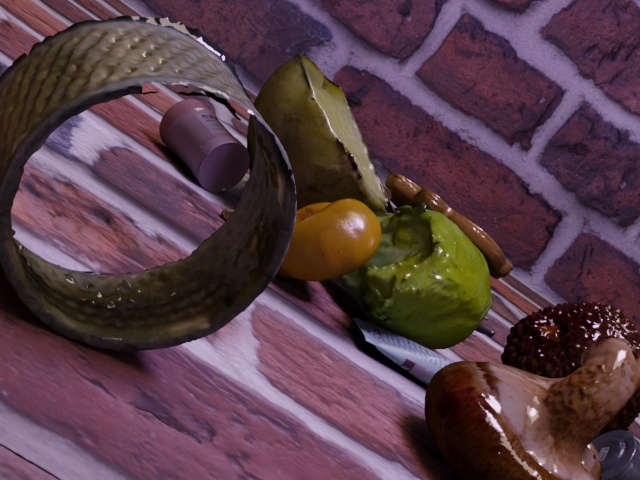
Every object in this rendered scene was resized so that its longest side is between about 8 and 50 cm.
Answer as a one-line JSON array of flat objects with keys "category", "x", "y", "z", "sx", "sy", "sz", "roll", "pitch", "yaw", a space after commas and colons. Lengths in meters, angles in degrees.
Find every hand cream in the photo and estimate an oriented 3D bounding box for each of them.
[{"category": "hand cream", "x": 0.193, "y": 0.201, "z": 1.563, "sx": 0.331, "sy": 0.058, "sz": 0.085, "roll": 33, "pitch": 13, "yaw": -19}]

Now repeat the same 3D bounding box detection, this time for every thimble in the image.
[{"category": "thimble", "x": -0.161, "y": -0.050, "z": 0.932, "sx": 0.271, "sy": 0.271, "sz": 0.150, "roll": 30, "pitch": 15, "yaw": -34}]

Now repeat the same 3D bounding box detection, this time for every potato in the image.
[{"category": "potato", "x": -0.044, "y": -0.148, "z": 1.781, "sx": 0.280, "sy": 0.213, "sz": 0.330, "roll": 47, "pitch": 19, "yaw": -55}]

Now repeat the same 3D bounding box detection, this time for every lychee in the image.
[{"category": "lychee", "x": 0.435, "y": 0.235, "z": 1.772, "sx": 0.271, "sy": 0.271, "sz": 0.271, "roll": 35, "pitch": 10, "yaw": -8}]

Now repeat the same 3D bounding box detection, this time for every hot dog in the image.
[{"category": "hot dog", "x": -0.112, "y": -0.025, "z": 1.628, "sx": 0.090, "sy": 0.034, "sz": 0.030, "roll": 38, "pitch": 10, "yaw": 14}]

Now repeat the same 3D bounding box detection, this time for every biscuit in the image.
[{"category": "biscuit", "x": 0.212, "y": -0.025, "z": 1.734, "sx": 0.249, "sy": 0.035, "sz": 0.184, "roll": 37, "pitch": -8, "yaw": 23}]

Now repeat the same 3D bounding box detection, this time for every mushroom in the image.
[{"category": "mushroom", "x": 0.247, "y": 0.230, "z": 1.282, "sx": 0.267, "sy": 0.254, "sz": 0.267, "roll": 10, "pitch": 6, "yaw": -1}]

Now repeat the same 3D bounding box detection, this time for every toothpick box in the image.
[{"category": "toothpick box", "x": -0.195, "y": -0.159, "z": 1.764, "sx": 0.098, "sy": 0.098, "sz": 0.149, "roll": 25, "pitch": 16, "yaw": -47}]

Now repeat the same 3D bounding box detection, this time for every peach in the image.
[{"category": "peach", "x": 0.000, "y": 0.000, "z": 1.548, "sx": 0.179, "sy": 0.179, "sz": 0.103, "roll": -67, "pitch": 142, "yaw": -79}]

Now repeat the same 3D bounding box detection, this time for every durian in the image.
[{"category": "durian", "x": 0.158, "y": 0.060, "z": 1.672, "sx": 0.340, "sy": 0.204, "sz": 0.256, "roll": 32, "pitch": 7, "yaw": -44}]

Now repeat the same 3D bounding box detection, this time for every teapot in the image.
[{"category": "teapot", "x": 0.463, "y": 0.366, "z": 1.600, "sx": 0.108, "sy": 0.111, "sz": 0.149, "roll": 48, "pitch": 2, "yaw": -15}]

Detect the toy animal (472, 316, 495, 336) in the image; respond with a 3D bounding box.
[{"category": "toy animal", "x": 0.215, "y": 0.101, "z": 2.008, "sx": 0.269, "sy": 0.082, "sz": 0.137, "roll": 38, "pitch": 11, "yaw": 13}]
